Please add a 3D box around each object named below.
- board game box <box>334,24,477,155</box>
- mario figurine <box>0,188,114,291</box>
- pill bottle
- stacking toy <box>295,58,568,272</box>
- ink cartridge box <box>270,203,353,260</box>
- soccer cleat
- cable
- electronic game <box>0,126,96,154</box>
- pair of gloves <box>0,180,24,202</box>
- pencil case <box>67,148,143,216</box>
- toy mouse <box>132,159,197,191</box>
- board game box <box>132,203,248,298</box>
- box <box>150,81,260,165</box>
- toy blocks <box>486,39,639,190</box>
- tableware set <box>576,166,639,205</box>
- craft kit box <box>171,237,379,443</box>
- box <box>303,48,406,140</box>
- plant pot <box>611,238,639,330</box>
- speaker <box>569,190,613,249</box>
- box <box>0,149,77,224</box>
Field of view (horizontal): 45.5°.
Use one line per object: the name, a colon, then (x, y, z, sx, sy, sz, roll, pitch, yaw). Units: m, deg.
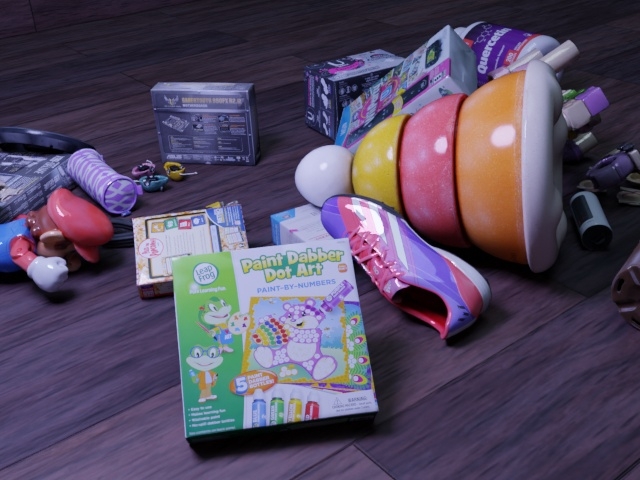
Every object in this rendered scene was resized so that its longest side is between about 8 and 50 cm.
board game box: (0.172, -0.270, 1.563, 0.303, 0.097, 0.224, -35, 26, 32)
mario figurine: (-0.518, 0.032, 1.348, 0.321, 0.170, 0.198, -16, 67, -2)
pill bottle: (0.487, -0.491, 2.083, 0.182, 0.181, 0.323, -22, 34, -30)
stacking toy: (0.176, -0.121, 1.330, 0.480, 0.350, 0.350, 0, 29, 20)
ink cartridge box: (0.000, 0.000, 1.373, 0.104, 0.061, 0.181, -18, 32, -27)
soccer cleat: (0.112, 0.034, 1.204, 0.318, 0.108, 0.116, 35, 47, 20)
cable: (-0.289, -0.004, 1.445, 0.287, 0.072, 0.139, -13, 46, 7)
electronic game: (-0.626, -0.218, 1.727, 0.229, 0.048, 0.229, 7, -7, 1)
pair of gloves: (-0.661, -0.037, 1.338, 0.204, 0.042, 0.240, -8, 23, 41)
pencil case: (-0.456, -0.129, 1.604, 0.088, 0.086, 0.206, -30, 42, -27)
toy mouse: (-0.373, -0.138, 1.683, 0.143, 0.031, 0.161, -24, 35, -33)
board game box: (-0.223, 0.016, 1.327, 0.194, 0.045, 0.146, -7, 54, -8)
box: (-0.260, -0.267, 1.749, 0.231, 0.183, 0.056, 2, 30, 10)
toy blocks: (0.441, -0.213, 1.582, 0.260, 0.309, 0.288, -34, 9, 5)
tableware set: (0.612, -0.117, 1.571, 0.141, 0.020, 0.169, 12, 33, 25)
craft kit box: (-0.065, 0.129, 1.022, 0.250, 0.061, 0.246, -7, 65, -7)
box: (0.094, -0.373, 1.924, 0.247, 0.163, 0.142, -21, 36, -29)
plant pot: (0.536, 0.052, 1.152, 0.167, 0.167, 0.165, 23, 46, 38)
speaker: (0.497, -0.037, 1.405, 0.055, 0.055, 0.136, 1, 30, 7)
box: (-0.691, -0.096, 1.592, 0.243, 0.076, 0.307, 5, 30, 13)
